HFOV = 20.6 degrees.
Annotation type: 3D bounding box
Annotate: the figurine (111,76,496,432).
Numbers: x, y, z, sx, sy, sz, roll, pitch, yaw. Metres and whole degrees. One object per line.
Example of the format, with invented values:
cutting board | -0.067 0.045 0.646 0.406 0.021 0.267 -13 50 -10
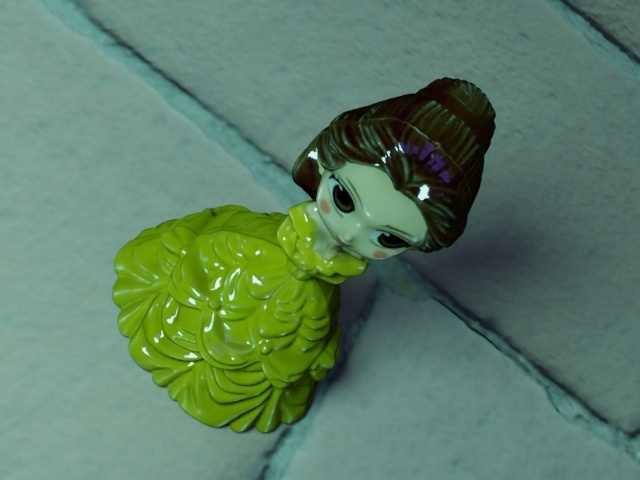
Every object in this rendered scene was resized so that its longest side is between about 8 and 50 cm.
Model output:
figurine | -0.002 0.002 1.265 0.168 0.315 0.187 -20 77 -40
